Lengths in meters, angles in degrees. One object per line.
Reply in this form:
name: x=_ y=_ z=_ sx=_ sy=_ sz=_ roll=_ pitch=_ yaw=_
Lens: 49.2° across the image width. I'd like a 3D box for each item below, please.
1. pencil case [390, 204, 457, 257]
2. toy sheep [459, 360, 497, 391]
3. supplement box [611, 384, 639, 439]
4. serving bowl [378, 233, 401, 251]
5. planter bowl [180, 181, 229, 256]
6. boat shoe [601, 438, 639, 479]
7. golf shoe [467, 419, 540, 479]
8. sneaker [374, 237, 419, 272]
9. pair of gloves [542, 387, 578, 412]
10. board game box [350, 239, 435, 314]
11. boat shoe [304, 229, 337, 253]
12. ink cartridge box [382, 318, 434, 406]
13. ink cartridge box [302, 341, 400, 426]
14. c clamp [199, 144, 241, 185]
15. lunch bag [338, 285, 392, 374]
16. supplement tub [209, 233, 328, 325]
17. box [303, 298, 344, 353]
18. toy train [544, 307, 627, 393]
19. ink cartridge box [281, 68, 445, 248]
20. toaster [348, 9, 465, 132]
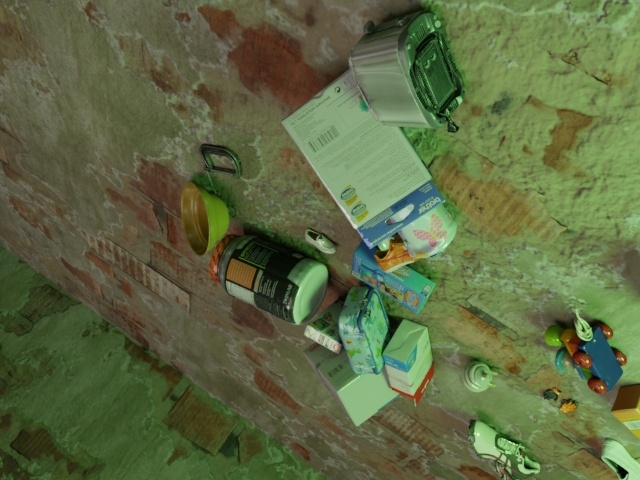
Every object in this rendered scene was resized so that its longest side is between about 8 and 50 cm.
pencil case: x=0.173 y=-0.087 z=1.487 sx=0.124 sy=0.113 sz=0.273 roll=-28 pitch=111 yaw=33
toy sheep: x=0.420 y=0.364 z=1.871 sx=0.091 sy=0.091 sz=0.132 roll=39 pitch=155 yaw=-2
supplement box: x=0.777 y=0.434 z=1.598 sx=0.233 sy=0.078 sz=0.080 roll=43 pitch=146 yaw=-11
serving bowl: x=0.179 y=0.009 z=1.697 sx=0.083 sy=0.027 sz=0.083 roll=27 pitch=147 yaw=19
planter bowl: x=-0.324 y=-0.066 z=2.024 sx=0.217 sy=0.090 sz=0.217 roll=28 pitch=123 yaw=54
boat shoe: x=0.793 y=0.596 z=1.813 sx=0.184 sy=0.063 sz=0.066 roll=49 pitch=148 yaw=-18
golf shoe: x=0.545 y=0.620 z=2.094 sx=0.120 sy=0.105 sz=0.273 roll=-25 pitch=120 yaw=40
sneaker: x=0.197 y=0.019 z=1.621 sx=0.175 sy=0.064 sz=0.067 roll=-30 pitch=103 yaw=32
pair of gloves: x=0.618 y=0.414 z=1.802 sx=0.083 sy=0.010 sz=0.074 roll=34 pitch=150 yaw=7
board game box: x=0.179 y=0.096 z=1.768 sx=0.210 sy=0.047 sz=0.160 roll=32 pitch=161 yaw=11
boat shoe: x=0.000 y=0.000 z=1.868 sx=0.100 sy=0.035 sz=0.035 roll=31 pitch=152 yaw=23
ink cartridge box: x=0.253 y=0.349 z=1.974 sx=0.078 sy=0.134 sz=0.231 roll=17 pitch=143 yaw=30
ink cartridge box: x=0.092 y=0.392 z=2.088 sx=0.232 sy=0.171 sz=0.168 roll=42 pitch=163 yaw=54
c clamp: x=-0.269 y=-0.202 z=1.892 sx=0.160 sy=0.022 sz=0.137 roll=9 pitch=134 yaw=41
lunch bag: x=0.127 y=0.241 z=1.912 sx=0.090 sy=0.176 sz=0.219 roll=-3 pitch=124 yaw=25
supplement tub: x=-0.152 y=0.102 z=2.006 sx=0.316 sy=0.194 sz=0.194 roll=22 pitch=146 yaw=26
box: x=0.050 y=0.240 z=1.981 sx=0.114 sy=0.207 sz=0.036 roll=28 pitch=117 yaw=17
toy train: x=0.552 y=0.215 z=1.529 sx=0.248 sy=0.105 sz=0.143 roll=54 pitch=159 yaw=-25
ink cartridge box: x=0.086 y=-0.160 z=1.368 sx=0.185 sy=0.065 sz=0.311 roll=-34 pitch=90 yaw=14
toaster: x=0.153 y=-0.287 z=1.231 sx=0.146 sy=0.129 sz=0.227 roll=9 pitch=142 yaw=45
